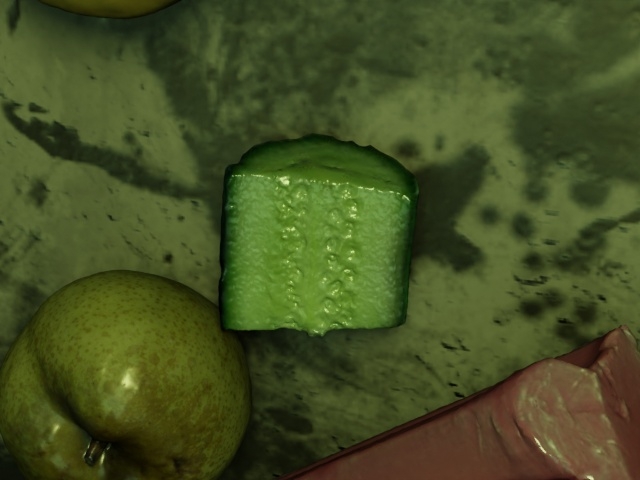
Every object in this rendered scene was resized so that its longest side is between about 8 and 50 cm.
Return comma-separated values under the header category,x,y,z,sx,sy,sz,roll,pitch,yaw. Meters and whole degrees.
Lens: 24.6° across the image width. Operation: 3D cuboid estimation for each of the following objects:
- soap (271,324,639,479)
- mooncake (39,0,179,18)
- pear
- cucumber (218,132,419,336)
category,x,y,z,sx,sy,sz,roll,pitch,yaw
soap,0.067,0.224,0.893,0.360,0.128,0.233,-28,85,33
mooncake,-0.104,-0.242,0.773,0.235,0.117,0.234,8,121,13
pear,-0.126,0.100,0.936,0.167,0.136,0.167,4,128,5
cucumber,0.000,0.000,0.892,0.117,0.062,0.115,6,119,6
